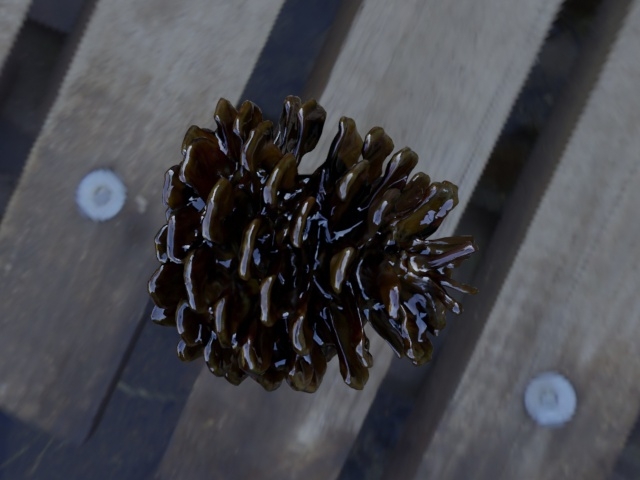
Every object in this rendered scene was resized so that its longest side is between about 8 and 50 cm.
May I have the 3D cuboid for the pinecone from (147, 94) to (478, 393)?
[{"bbox_3d":[0.004,0.007,0.935,0.165,0.163,0.163,12,103,22],"label":"pinecone"}]
